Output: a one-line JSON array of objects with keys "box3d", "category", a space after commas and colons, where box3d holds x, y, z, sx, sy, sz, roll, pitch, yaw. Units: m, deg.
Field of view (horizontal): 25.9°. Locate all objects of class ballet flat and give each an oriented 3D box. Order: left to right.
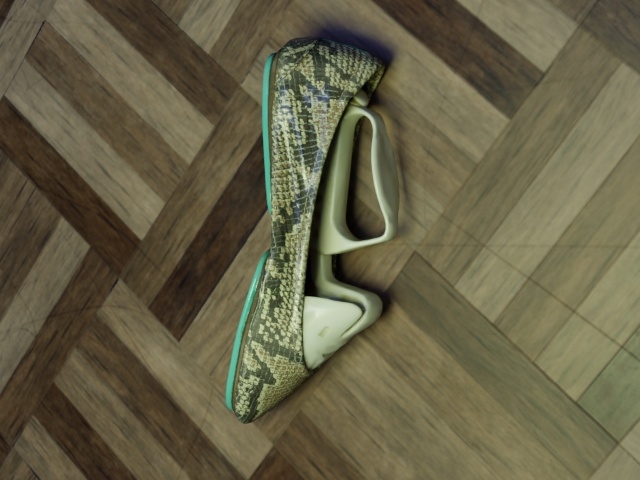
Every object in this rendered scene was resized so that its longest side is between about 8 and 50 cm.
[{"box3d": [0.000, 0.000, 1.683, 0.182, 0.164, 0.482, 9, 95, 16], "category": "ballet flat"}]
